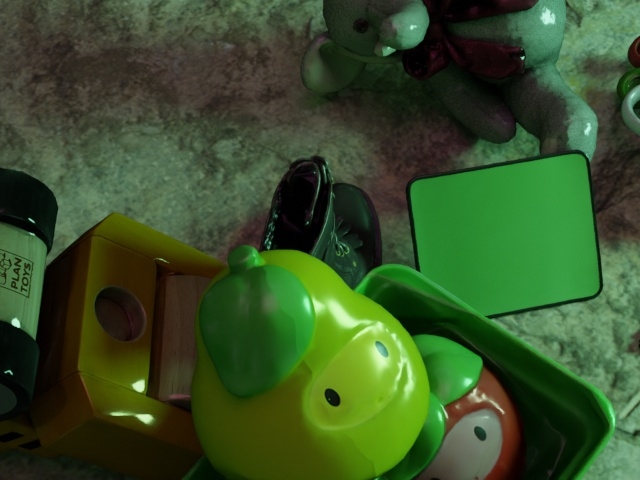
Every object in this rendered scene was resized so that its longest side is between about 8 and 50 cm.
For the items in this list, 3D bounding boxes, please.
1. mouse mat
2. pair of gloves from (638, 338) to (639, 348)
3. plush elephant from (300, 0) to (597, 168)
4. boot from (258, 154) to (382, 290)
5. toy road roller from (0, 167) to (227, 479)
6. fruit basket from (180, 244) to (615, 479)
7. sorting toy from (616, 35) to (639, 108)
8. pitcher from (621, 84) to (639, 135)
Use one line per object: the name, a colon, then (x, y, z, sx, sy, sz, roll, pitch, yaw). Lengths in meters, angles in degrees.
mouse mat: (0.182, -0.002, 1.259, 0.189, 0.007, 0.153, -10, 100, -10)
pair of gloves: (0.355, 0.108, 1.250, 0.074, 0.010, 0.083, -25, 60, -18)
plush elephant: (0.122, -0.239, 1.331, 0.255, 0.272, 0.330, -3, 26, -20)
boot: (0.000, 0.000, 1.174, 0.091, 0.229, 0.263, 9, 56, 9)
toy road roller: (-0.246, 0.104, 1.148, 0.329, 0.240, 0.202, 24, 49, -32)
fruit basket: (0.029, 0.169, 0.985, 0.283, 0.392, 0.392, 33, 61, 18)
sorting toy: (0.368, -0.181, 1.433, 0.061, 0.042, 0.102, 10, 67, 23)
pitcher: (0.440, -0.139, 1.355, 0.207, 0.125, 0.178, -35, 66, -11)
